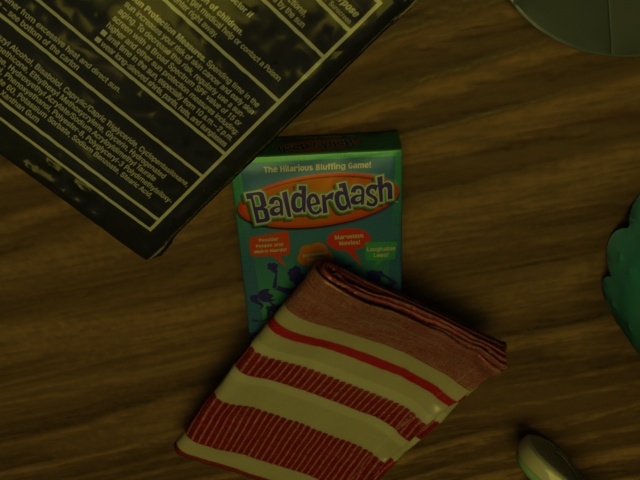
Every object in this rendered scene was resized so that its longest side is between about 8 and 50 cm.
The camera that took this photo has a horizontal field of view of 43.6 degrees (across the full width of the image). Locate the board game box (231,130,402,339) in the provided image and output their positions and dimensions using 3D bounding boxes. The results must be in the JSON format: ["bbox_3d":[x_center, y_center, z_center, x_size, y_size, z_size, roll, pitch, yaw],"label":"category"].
[{"bbox_3d":[0.000,0.000,0.791,0.160,0.047,0.210,-3,120,1],"label":"board game box"}]

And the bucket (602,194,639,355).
[{"bbox_3d":[0.430,0.066,0.758,0.281,0.183,0.281,0,120,-1],"label":"bucket"}]

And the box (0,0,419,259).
[{"bbox_3d":[-0.136,-0.200,0.593,0.294,0.182,0.296,-40,115,21],"label":"box"}]

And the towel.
[{"bbox_3d":[0.012,0.176,0.865,0.237,0.037,0.329,25,125,-20],"label":"towel"}]

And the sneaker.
[{"bbox_3d":[0.270,0.349,0.969,0.151,0.094,0.256,-35,117,11],"label":"sneaker"}]

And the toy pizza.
[{"bbox_3d":[0.226,-0.231,0.620,0.201,0.032,0.201,25,148,17],"label":"toy pizza"}]
